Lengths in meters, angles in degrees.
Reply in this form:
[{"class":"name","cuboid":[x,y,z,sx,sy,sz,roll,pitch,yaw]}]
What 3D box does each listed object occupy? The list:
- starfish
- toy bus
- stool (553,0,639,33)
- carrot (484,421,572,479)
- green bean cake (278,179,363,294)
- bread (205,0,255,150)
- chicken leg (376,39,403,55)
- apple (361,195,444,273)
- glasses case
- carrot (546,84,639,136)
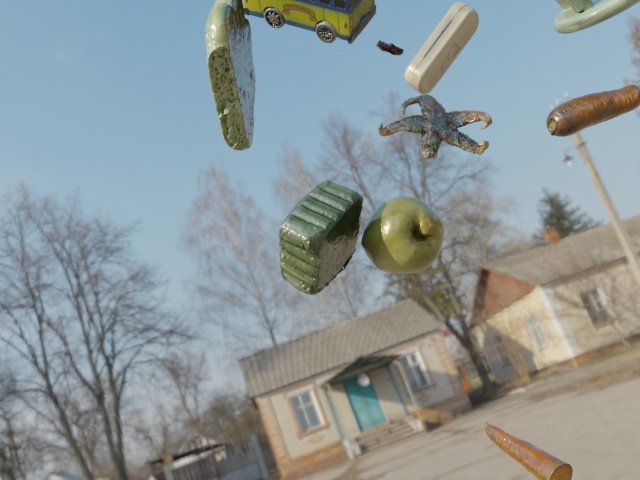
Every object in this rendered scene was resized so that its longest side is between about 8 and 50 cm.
[{"class":"starfish","cuboid":[0.207,-0.202,1.267,0.210,0.150,0.053,0,-36,18]},{"class":"toy bus","cuboid":[-0.032,-0.549,1.489,0.138,0.288,0.175,-57,-22,-31]},{"class":"stool","cuboid":[0.465,-0.492,1.200,0.195,0.198,0.195,-26,16,16]},{"class":"carrot","cuboid":[0.382,0.404,1.329,0.057,0.057,0.224,-15,15,-22]},{"class":"green bean cake","cuboid":[0.000,0.000,1.618,0.222,0.125,0.227,-50,-29,-35]},{"class":"bread","cuboid":[-0.153,-0.303,1.204,0.056,0.207,0.286,0,-40,2]},{"class":"chicken leg","cuboid":[0.147,-0.388,1.407,0.083,0.036,0.021,2,-68,-41]},{"class":"apple","cuboid":[0.192,-0.008,1.638,0.200,0.199,0.200,-19,-15,-5]},{"class":"glasses case","cuboid":[0.248,-0.390,1.413,0.196,0.050,0.083,-54,-24,4]},{"class":"carrot","cuboid":[0.473,-0.227,1.196,0.186,0.060,0.060,-21,-14,-14]}]
